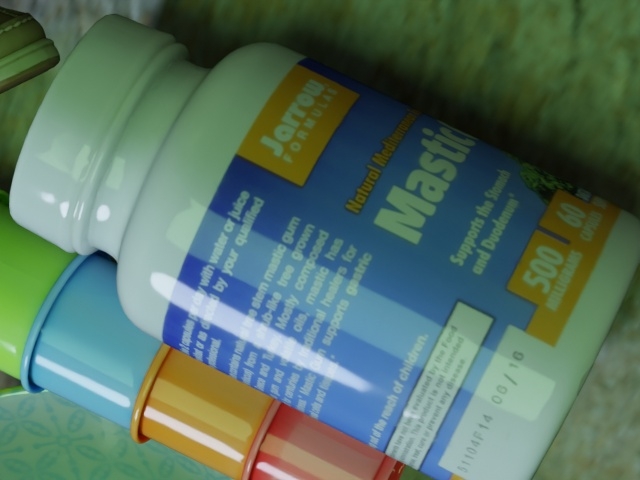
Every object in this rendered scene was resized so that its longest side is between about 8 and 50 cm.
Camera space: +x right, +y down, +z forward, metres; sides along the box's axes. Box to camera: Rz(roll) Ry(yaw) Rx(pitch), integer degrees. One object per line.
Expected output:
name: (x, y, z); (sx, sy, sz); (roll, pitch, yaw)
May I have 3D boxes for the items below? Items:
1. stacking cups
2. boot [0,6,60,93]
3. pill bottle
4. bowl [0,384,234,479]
stacking cups: (-0.107, 0.059, 1.002); (0.316, 0.096, 0.096); (29, 121, 11)
boot: (-0.208, -0.142, 0.928); (0.213, 0.077, 0.165); (11, 121, 56)
pill bottle: (0.000, 0.000, 0.920); (0.272, 0.152, 0.152); (26, 120, 5)
bowl: (-0.133, 0.235, 1.060); (0.289, 0.289, 0.156); (18, 162, 11)
